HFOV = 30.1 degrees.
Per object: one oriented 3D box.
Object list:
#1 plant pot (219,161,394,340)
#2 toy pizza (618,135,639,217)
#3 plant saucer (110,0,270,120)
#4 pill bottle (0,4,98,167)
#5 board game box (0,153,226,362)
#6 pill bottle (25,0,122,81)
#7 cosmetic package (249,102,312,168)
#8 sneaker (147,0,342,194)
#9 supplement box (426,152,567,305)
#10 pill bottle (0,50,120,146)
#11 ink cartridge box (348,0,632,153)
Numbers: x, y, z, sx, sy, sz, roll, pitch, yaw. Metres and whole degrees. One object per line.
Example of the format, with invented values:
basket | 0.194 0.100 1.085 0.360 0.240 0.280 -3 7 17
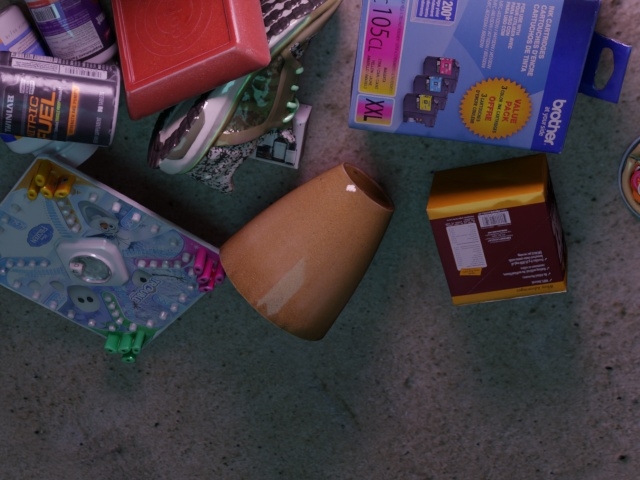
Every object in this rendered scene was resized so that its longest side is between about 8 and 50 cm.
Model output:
plant pot | 0.000 0.000 2.008 0.237 0.237 0.254 39 108 -13
toy pizza | 0.581 -0.098 1.909 0.201 0.032 0.201 6 123 9
plant saucer | -0.217 -0.345 1.823 0.259 0.258 0.048 -19 161 24
pill bottle | -0.491 -0.241 1.990 0.152 0.152 0.272 -22 114 24
board game box | -0.412 0.051 2.136 0.390 0.050 0.390 30 136 -20
pill bottle | -0.394 -0.336 1.933 0.108 0.108 0.193 -11 119 19
cosmetic package | -0.141 -0.199 1.992 0.239 0.060 0.099 13 123 4
sneaker | -0.091 -0.238 1.890 0.410 0.158 0.182 -46 125 13
supplement box | 0.296 -0.016 1.969 0.191 0.129 0.194 -9 120 18
pill bottle | -0.441 -0.223 1.855 0.245 0.130 0.130 6 125 -13
ink cartridge box | 0.251 -0.288 1.773 0.395 0.151 0.270 6 127 0
